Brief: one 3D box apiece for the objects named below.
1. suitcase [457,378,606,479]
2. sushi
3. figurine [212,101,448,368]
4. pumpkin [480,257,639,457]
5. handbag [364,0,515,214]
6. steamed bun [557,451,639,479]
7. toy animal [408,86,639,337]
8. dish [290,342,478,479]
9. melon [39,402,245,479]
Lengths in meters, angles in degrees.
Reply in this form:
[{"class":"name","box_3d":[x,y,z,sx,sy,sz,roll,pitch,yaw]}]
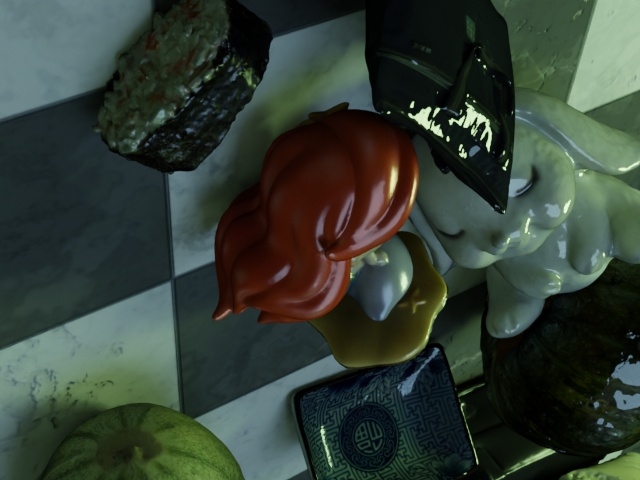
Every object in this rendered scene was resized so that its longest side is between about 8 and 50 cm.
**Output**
[{"class":"suitcase","box_3d":[0.271,0.356,1.602,0.345,0.188,0.339,-17,138,-32]},{"class":"sushi","box_3d":[-0.104,-0.121,0.801,0.150,0.090,0.078,-47,141,14]},{"class":"figurine","box_3d":[0.006,0.005,0.968,0.208,0.181,0.257,0,149,21]},{"class":"pumpkin","box_3d":[0.320,0.099,1.269,0.192,0.320,0.320,25,115,-18]},{"class":"handbag","box_3d":[0.104,-0.154,0.883,0.089,0.211,0.254,-11,159,29]},{"class":"steamed bun","box_3d":[0.433,0.486,1.532,0.273,0.272,0.290,-14,146,-35]},{"class":"toy animal","box_3d":[0.192,-0.046,1.093,0.272,0.206,0.265,-35,137,28]},{"class":"dish","box_3d":[0.071,0.252,1.363,0.243,0.182,0.080,-15,177,-30]},{"class":"melon","box_3d":[-0.179,0.312,1.078,0.248,0.248,0.329,-24,136,-22]}]
